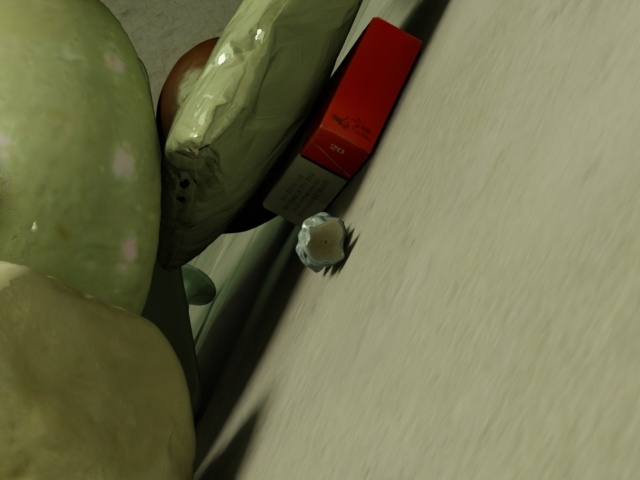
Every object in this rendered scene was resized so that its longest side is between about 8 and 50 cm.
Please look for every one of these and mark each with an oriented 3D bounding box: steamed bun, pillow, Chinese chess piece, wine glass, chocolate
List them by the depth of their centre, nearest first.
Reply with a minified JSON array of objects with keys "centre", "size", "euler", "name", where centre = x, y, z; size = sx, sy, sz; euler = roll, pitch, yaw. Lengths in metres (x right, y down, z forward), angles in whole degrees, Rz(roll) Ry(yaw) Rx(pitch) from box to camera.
[{"centre":[-0.206,0.169,0.928],"size":[0.289,0.276,0.203],"euler":[-27,52,29],"name":"steamed bun"},{"centre":[-0.257,-0.029,1.117],"size":[0.349,0.146,0.349],"euler":[-6,83,49],"name":"Chinese chess piece"},{"centre":[-0.030,-0.124,1.152],"size":[0.274,0.076,0.281],"euler":[-60,0,-21],"name":"pillow"},{"centre":[-0.075,-0.088,1.375],"size":[0.176,0.177,0.177],"euler":[-61,6,11],"name":"chocolate"},{"centre":[-0.167,0.101,1.709],"size":[0.073,0.073,0.155],"euler":[-55,7,47],"name":"wine glass"}]

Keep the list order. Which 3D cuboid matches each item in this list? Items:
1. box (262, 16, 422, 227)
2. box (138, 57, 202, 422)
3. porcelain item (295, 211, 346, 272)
[{"centre":[0.014,-0.081,1.148],"size":[0.100,0.048,0.152],"euler":[-67,10,-25],"name":"box"},{"centre":[-0.244,0.056,1.423],"size":[0.344,0.177,0.352],"euler":[126,135,-63],"name":"box"},{"centre":[0.000,0.000,0.964],"size":[0.036,0.028,0.083],"euler":[-65,5,-3],"name":"porcelain item"}]
